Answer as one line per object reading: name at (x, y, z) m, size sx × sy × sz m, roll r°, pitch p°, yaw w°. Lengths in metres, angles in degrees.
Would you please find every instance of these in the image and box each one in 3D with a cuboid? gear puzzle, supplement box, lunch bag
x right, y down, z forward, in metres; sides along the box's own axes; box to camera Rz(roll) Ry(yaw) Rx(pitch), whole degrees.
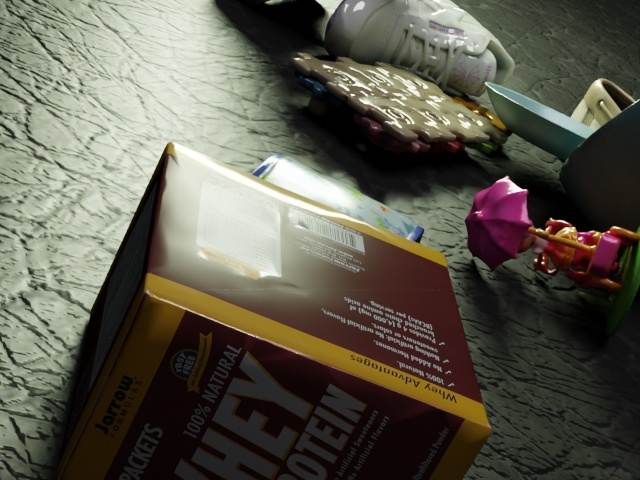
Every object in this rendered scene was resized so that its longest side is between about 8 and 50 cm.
gear puzzle at (0.104, -0.138, 1.462) m, size 0.175 × 0.044 × 0.339 m, roll 37°, pitch 22°, yaw 26°
supplement box at (-0.028, 0.069, 0.756) m, size 0.191 × 0.129 × 0.194 m, roll 22°, pitch 23°, yaw -13°
lunch bag at (0.000, 0.000, 0.977) m, size 0.129 × 0.096 × 0.151 m, roll 29°, pitch 32°, yaw 4°

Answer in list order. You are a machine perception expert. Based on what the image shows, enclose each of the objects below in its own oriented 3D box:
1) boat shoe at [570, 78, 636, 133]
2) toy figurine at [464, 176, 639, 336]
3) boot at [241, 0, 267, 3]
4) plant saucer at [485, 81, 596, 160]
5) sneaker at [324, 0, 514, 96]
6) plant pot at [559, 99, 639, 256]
boat shoe at (0.416, -0.068, 1.554) m, size 0.122 × 0.110 × 0.341 m, roll -1°, pitch 35°, yaw -48°
toy figurine at (0.210, -0.001, 1.215) m, size 0.159 × 0.130 × 0.173 m, roll 20°, pitch 0°, yaw 8°
boot at (0.069, -0.376, 1.610) m, size 0.338 × 0.118 × 0.223 m, roll -10°, pitch 5°, yaw 34°
plant saucer at (0.265, -0.120, 1.507) m, size 0.195 × 0.037 × 0.195 m, roll 25°, pitch 12°, yaw -6°
sneaker at (0.127, -0.239, 1.597) m, size 0.152 × 0.114 × 0.305 m, roll 39°, pitch 26°, yaw 29°
plant pot at (0.414, -0.044, 1.347) m, size 0.290 × 0.290 × 0.195 m, roll -3°, pitch 63°, yaw -50°
